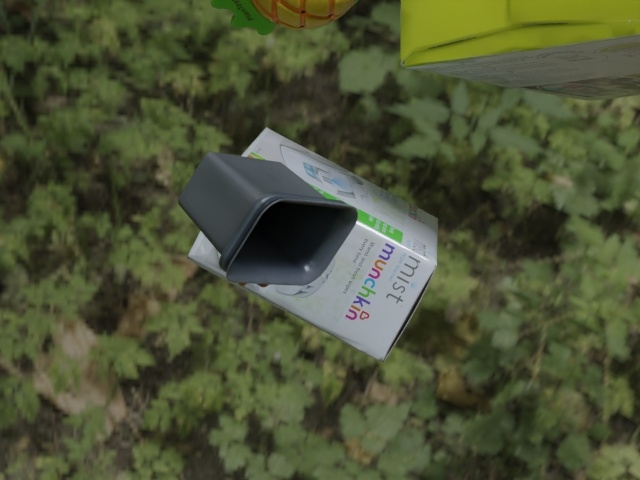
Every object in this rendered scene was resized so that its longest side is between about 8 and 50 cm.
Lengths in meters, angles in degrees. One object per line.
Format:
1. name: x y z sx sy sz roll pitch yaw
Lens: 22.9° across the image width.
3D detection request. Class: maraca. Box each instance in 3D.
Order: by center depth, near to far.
1. maraca: -0.035 -0.286 1.790 0.185 0.127 0.099 -17 48 26

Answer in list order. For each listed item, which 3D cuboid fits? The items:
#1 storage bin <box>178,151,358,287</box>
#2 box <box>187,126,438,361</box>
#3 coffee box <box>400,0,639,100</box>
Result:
1. storage bin: -0.052 -0.019 1.322 0.091 0.098 0.135 43 21 29
2. box: 0.000 0.000 1.696 0.231 0.127 0.262 28 12 0
3. coffee box: 0.310 -0.335 1.583 0.334 0.338 0.338 3 87 -45
